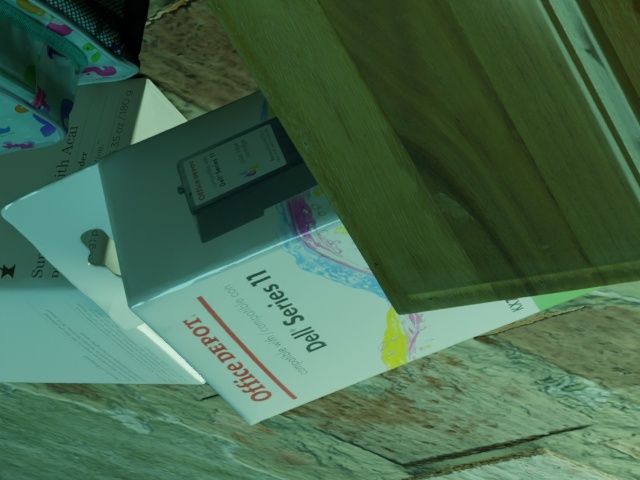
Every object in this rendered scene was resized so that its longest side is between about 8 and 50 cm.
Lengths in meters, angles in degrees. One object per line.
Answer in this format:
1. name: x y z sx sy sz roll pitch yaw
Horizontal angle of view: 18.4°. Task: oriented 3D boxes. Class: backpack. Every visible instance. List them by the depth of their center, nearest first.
1. backpack: -0.248 -0.163 1.155 0.225 0.191 0.253 -6 147 35

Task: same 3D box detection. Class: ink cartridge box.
1. ink cartridge box: 0.000 0.000 1.252 0.353 0.119 0.207 -22 148 11

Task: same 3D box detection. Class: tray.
1. tray: 0.034 -0.148 0.970 0.202 0.076 0.411 -10 123 39

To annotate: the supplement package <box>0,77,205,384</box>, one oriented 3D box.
1. supplement package: -0.236 -0.001 1.511 0.293 0.178 0.175 -2 153 25
